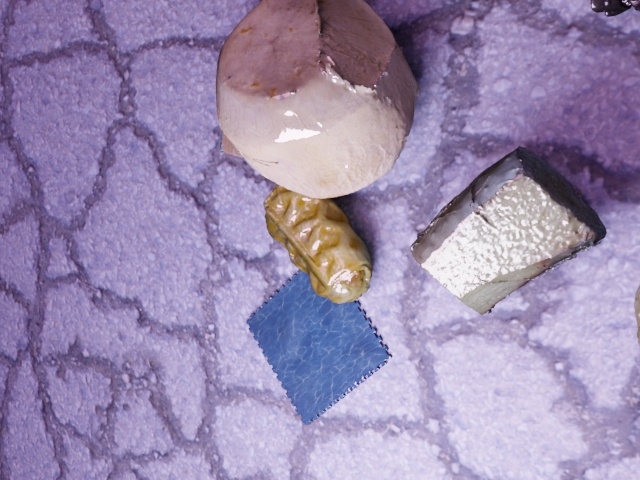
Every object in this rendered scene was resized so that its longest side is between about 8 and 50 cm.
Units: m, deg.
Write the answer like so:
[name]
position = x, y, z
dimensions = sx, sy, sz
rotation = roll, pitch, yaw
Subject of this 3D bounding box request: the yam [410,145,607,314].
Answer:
[yam]
position = 0.298, -0.008, 1.489
dimensions = 0.202, 0.201, 0.271
rotation = 48, 115, 1

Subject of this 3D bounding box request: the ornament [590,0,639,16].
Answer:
[ornament]
position = 0.555, -0.433, 1.352
dimensions = 0.261, 0.106, 0.251
rotation = 10, 100, 30

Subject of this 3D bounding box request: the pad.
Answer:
[pad]
position = -0.011, 0.197, 1.833
dimensions = 0.269, 0.012, 0.269
rotation = -45, 67, 29

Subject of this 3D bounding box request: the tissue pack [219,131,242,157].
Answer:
[tissue pack]
position = -0.131, -0.249, 1.832
dimensions = 0.082, 0.120, 0.169
rotation = 13, 98, 31

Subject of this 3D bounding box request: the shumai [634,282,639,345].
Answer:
[shumai]
position = 0.561, 0.100, 1.359
dimensions = 0.120, 0.201, 0.201
rotation = 10, 100, -6

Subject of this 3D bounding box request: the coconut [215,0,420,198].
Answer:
[coconut]
position = 0.002, -0.253, 1.617
dimensions = 0.346, 0.360, 0.346
rotation = -11, 60, 20

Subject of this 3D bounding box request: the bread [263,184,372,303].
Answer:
[bread]
position = 0.000, 0.000, 1.742
dimensions = 0.267, 0.130, 0.152
rotation = 52, 147, 20
